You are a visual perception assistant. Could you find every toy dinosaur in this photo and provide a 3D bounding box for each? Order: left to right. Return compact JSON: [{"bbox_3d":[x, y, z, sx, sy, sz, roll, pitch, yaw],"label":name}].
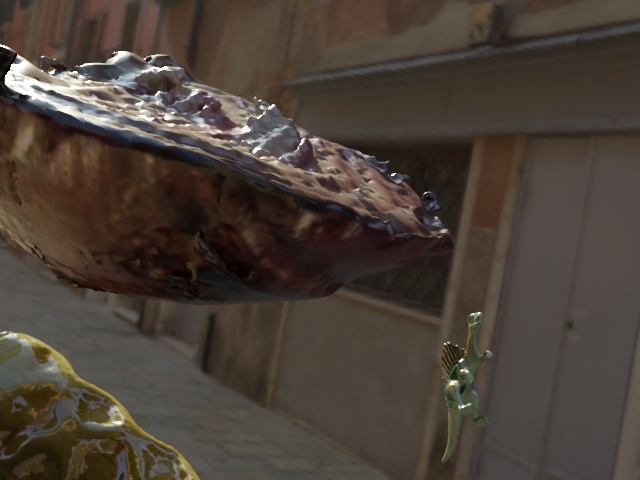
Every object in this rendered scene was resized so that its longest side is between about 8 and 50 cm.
[{"bbox_3d":[0.157,0.166,1.148,0.044,0.106,0.187,-5,-36,-13],"label":"toy dinosaur"}]

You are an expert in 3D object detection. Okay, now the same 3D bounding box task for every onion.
[{"bbox_3d":[-0.073,-0.019,0.620,0.280,0.146,0.314,29,12,19],"label":"onion"}]

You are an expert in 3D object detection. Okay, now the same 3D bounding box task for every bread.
[{"bbox_3d":[-0.227,0.194,0.880,0.267,0.152,0.130,38,11,10],"label":"bread"}]
